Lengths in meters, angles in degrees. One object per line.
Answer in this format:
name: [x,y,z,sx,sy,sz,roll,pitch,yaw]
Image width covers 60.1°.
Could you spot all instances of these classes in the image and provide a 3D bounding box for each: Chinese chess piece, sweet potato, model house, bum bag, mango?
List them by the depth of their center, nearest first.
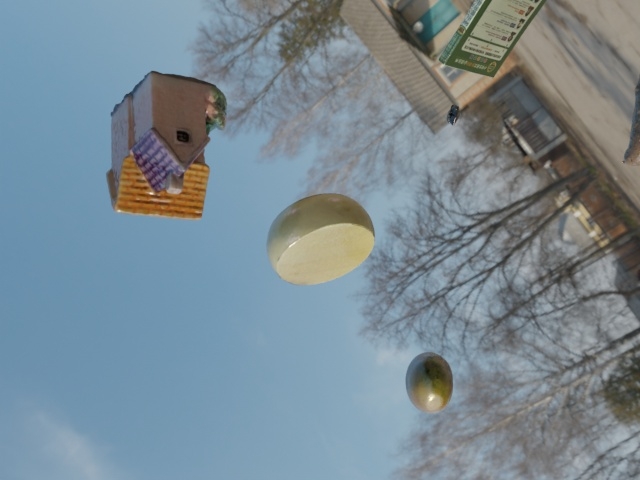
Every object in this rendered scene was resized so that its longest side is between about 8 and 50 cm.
model house: [-0.296,-0.172,1.120,0.202,0.237,0.238,9,-109,-41]
sweet potato: [0.745,-0.332,1.223,0.092,0.342,0.114,12,-166,17]
Chinese chess piece: [0.000,0.000,1.262,0.250,0.250,0.097,25,-144,-47]
mango: [0.278,0.364,1.409,0.221,0.120,0.152,33,-124,-81]
bum bag: [0.379,-0.358,1.575,0.034,0.058,0.124,15,-160,7]

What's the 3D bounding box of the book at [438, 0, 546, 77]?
book: [0.380,-0.471,1.151,0.202,0.264,0.027,-6,-132,-44]
